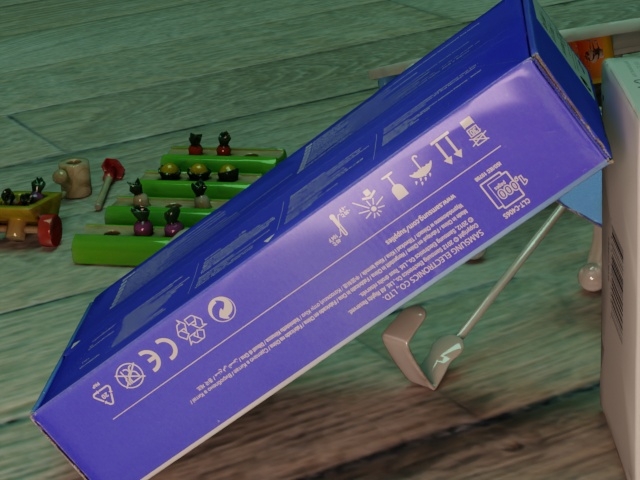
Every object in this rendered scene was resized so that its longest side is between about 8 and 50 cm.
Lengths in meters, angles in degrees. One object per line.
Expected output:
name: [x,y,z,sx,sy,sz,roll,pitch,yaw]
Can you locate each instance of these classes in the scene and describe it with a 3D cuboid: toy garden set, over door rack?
toy garden set: [-0.159,-0.048,1.383,0.203,0.049,0.244,2,22,15]
over door rack: [0.078,-0.009,1.193,0.239,0.108,0.324,16,42,40]

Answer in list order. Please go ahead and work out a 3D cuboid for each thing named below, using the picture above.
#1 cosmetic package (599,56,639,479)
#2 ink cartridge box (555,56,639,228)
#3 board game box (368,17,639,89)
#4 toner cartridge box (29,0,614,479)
cosmetic package: [0.275,0.017,0.896,0.224,0.224,0.138,-3,20,2]
ink cartridge box: [0.299,-0.062,1.089,0.224,0.045,0.223,31,67,16]
board game box: [0.289,-0.174,1.495,0.390,0.050,0.390,-10,4,-18]
toner cartridge box: [0.000,0.000,0.942,0.348,0.075,0.165,-35,13,17]
